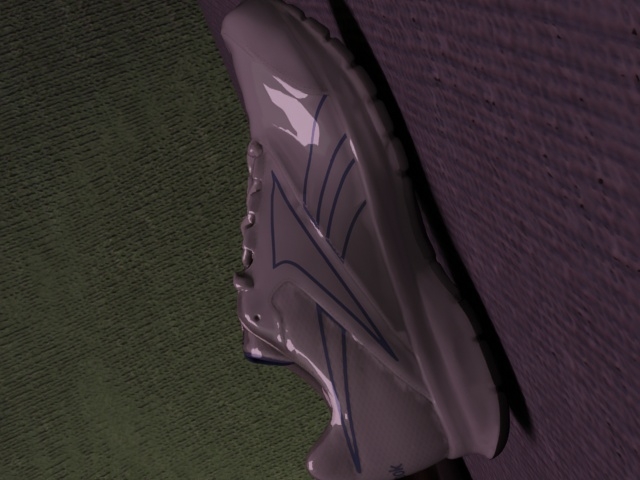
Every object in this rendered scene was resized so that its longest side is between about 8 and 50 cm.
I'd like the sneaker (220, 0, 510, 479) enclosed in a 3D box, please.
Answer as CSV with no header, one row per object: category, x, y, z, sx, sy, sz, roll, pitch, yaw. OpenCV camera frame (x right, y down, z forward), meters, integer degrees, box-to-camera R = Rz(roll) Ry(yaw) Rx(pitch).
sneaker,0.000,0.000,0.813,0.111,0.129,0.297,74,173,-80

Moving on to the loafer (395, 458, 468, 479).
loafer,0.081,0.261,1.290,0.134,0.130,0.366,72,174,-59
